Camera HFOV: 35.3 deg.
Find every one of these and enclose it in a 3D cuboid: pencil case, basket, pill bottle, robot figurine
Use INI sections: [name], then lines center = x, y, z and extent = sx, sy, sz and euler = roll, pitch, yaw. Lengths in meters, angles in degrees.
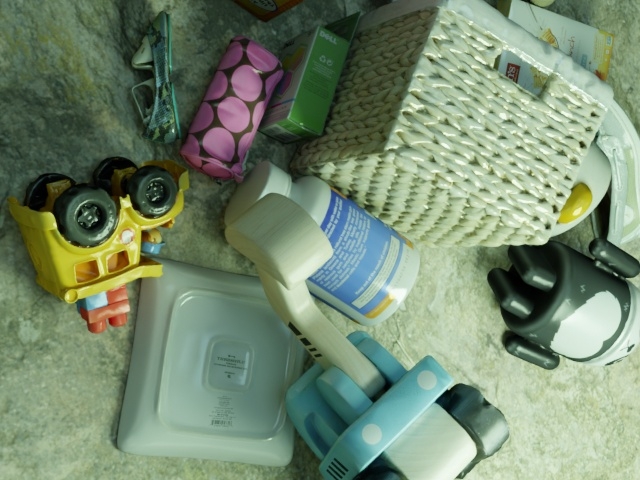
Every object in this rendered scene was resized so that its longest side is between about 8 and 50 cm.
[pencil case]
center = -0.123, -0.189, 1.459
extent = 0.098, 0.095, 0.209
euler = 20, 76, 5
[basket]
center = 0.184, -0.164, 1.489
extent = 0.328, 0.331, 0.266
euler = 26, 77, -24
[pill bottle]
center = 0.000, 0.000, 1.477
extent = 0.272, 0.152, 0.152
euler = 34, 72, -23
[robot figurine]
center = 0.415, 0.106, 1.683
extent = 0.278, 0.209, 0.174
euler = 26, 62, -25

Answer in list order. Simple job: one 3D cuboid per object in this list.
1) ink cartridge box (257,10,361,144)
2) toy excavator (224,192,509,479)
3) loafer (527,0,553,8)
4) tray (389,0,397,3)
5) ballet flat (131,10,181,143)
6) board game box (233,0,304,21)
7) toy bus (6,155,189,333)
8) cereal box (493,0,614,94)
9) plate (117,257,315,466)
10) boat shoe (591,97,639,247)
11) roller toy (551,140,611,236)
[ink cartridge box]
center = -0.019, -0.254, 1.507
extent = 0.062, 0.109, 0.209
euler = 24, 76, -26
[toy excavator]
center = 0.032, 0.185, 1.393
extent = 0.445, 0.433, 0.222
euler = 44, 69, 12
[loafer]
center = 0.385, -0.517, 1.757
extent = 0.102, 0.092, 0.268
euler = 13, 63, -2
[tray]
center = 0.132, -0.455, 1.595
extent = 0.145, 0.030, 0.270
euler = -43, 128, -39
[ballet flat]
center = -0.235, -0.230, 1.417
extent = 0.070, 0.070, 0.188
euler = -4, 85, -29
[board game box]
center = -0.071, -0.574, 1.357
extent = 0.356, 0.356, 0.356
euler = 31, 74, -24
[toy bus]
center = -0.277, 0.006, 1.341
extent = 0.220, 0.149, 0.211
euler = -21, 110, -31
[cereal box]
center = 0.400, -0.308, 1.765
extent = 0.240, 0.047, 0.173
euler = 10, 90, -28
[plate]
center = -0.137, 0.181, 1.452
extent = 0.277, 0.045, 0.278
euler = 12, 82, -28
[boat shoe]
center = 0.495, -0.127, 1.761
extent = 0.103, 0.118, 0.320
euler = -30, 119, -9
[roller toy]
center = 0.375, -0.106, 1.662
extent = 0.146, 0.209, 0.191
euler = 41, 63, -21
